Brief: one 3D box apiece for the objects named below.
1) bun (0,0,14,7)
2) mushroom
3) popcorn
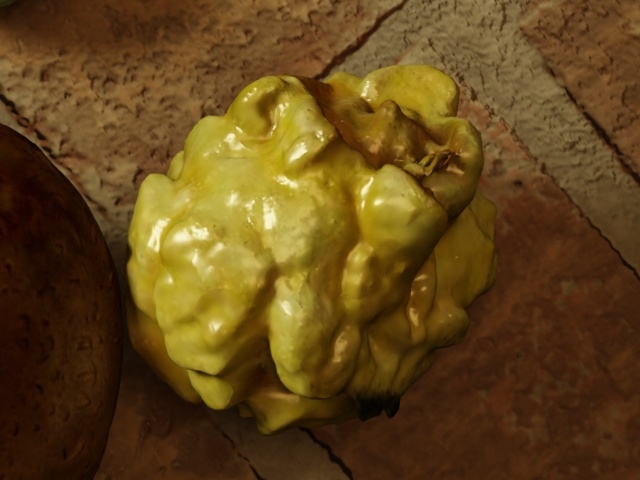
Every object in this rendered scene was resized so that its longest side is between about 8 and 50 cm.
[{"bbox_3d":[-0.263,-0.255,1.305,0.195,0.118,0.195,4,79,-18],"label":"bun"},{"bbox_3d":[-0.282,0.087,1.182,0.345,0.239,0.345,-2,106,-7],"label":"mushroom"},{"bbox_3d":[0.000,0.000,1.264,0.286,0.215,0.252,-26,128,-39],"label":"popcorn"}]
